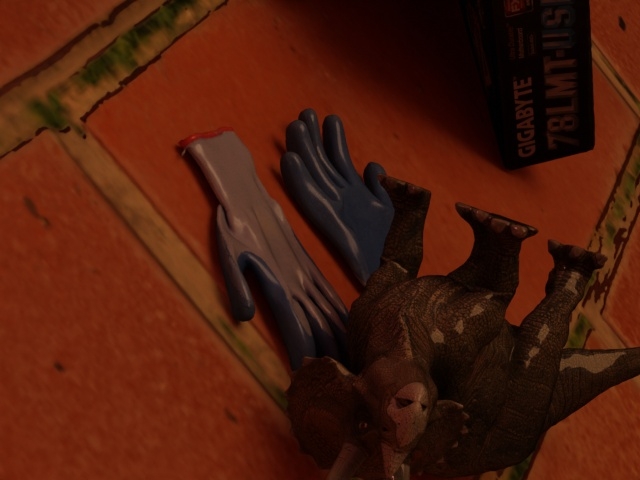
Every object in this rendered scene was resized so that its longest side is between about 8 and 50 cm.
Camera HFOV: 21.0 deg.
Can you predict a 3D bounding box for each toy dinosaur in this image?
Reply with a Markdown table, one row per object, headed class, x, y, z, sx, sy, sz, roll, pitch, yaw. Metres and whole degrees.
| class | x | y | z | sx | sy | sz | roll | pitch | yaw |
| --- | --- | --- | --- | --- | --- | --- | --- | --- | --- |
| toy dinosaur | 0.074 | 0.064 | 0.912 | 0.121 | 0.160 | 0.313 | 21 | 2 | 28 |

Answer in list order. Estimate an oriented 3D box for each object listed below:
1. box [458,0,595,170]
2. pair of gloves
| class | x | y | z | sx | sy | sz | roll | pitch | yaw |
| --- | --- | --- | --- | --- | --- | --- | --- | --- | --- |
| box | 0.113 | -0.248 | 1.162 | 0.295 | 0.073 | 0.293 | 74 | 2 | -57 |
| pair of gloves | 0.000 | 0.000 | 0.952 | 0.198 | 0.023 | 0.159 | -11 | 69 | -58 |
